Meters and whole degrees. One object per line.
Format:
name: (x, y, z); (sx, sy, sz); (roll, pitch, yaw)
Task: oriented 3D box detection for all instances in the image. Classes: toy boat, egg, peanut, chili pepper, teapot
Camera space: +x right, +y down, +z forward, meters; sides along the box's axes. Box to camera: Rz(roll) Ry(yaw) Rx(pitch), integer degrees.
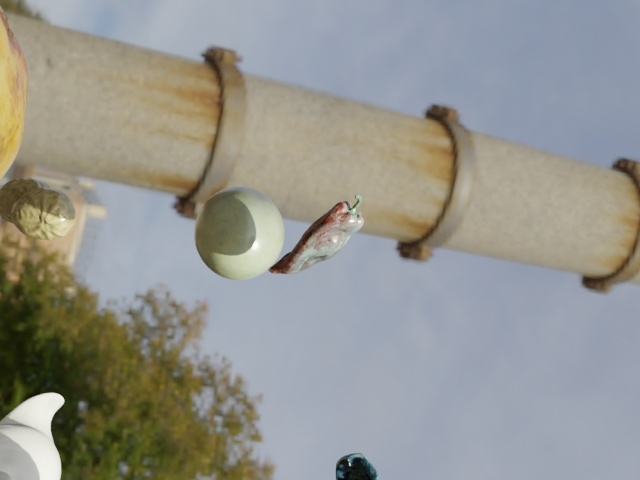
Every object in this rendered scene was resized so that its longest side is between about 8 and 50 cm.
toy boat: (0.050, 0.325, 1.493); (0.060, 0.061, 0.137); (-22, -120, 17)
egg: (-0.102, -0.010, 1.546); (0.152, 0.114, 0.114); (-96, -157, -73)
peanut: (-0.420, -0.048, 1.797); (0.187, 0.082, 0.082); (26, -76, 54)
chili pepper: (0.000, 0.001, 1.389); (0.153, 0.050, 0.041); (-43, -147, 25)
teapot: (-0.436, 0.302, 1.514); (0.139, 0.298, 0.204); (58, -21, 24)

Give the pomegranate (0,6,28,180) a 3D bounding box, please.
pomegranate: (-0.491, -0.137, 1.170); (0.410, 0.410, 0.410); (-32, -128, 56)
